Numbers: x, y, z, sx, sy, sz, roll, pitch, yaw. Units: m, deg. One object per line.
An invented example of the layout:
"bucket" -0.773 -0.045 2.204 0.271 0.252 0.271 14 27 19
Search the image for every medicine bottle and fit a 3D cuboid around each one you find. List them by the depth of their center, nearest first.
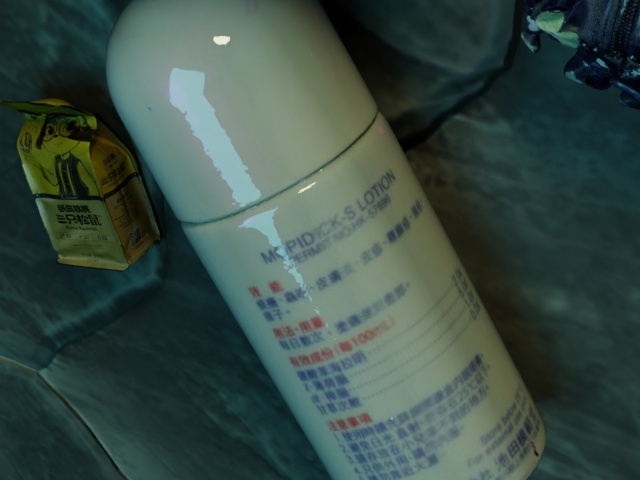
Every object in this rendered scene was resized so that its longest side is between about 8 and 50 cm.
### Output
"medicine bottle" 0.000 0.000 0.761 0.130 0.130 0.341 -13 115 41

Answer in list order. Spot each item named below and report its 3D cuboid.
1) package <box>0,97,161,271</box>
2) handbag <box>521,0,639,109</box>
"package" -0.161 -0.045 0.906 0.071 0.047 0.131 3 123 37
"handbag" 0.168 -0.148 0.539 0.162 0.113 0.260 31 143 23
